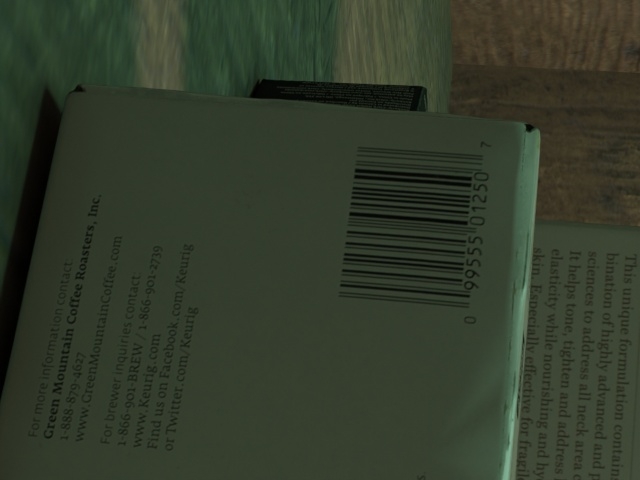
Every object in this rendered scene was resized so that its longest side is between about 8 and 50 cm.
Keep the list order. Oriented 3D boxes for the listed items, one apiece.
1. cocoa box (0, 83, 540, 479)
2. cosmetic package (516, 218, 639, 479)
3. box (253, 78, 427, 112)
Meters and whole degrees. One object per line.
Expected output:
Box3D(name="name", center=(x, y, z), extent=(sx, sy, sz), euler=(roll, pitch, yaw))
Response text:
Box3D(name="cocoa box", center=(-0.023, 0.133, 0.700), extent=(0.228, 0.231, 0.347), euler=(77, 20, -67))
Box3D(name="cosmetic package", center=(0.160, 0.152, 1.412), extent=(0.327, 0.393, 0.329), euler=(37, 58, -80))
Box3D(name="box", center=(0.000, 0.000, 1.109), extent=(0.270, 0.143, 0.165), euler=(-71, 163, -58))
